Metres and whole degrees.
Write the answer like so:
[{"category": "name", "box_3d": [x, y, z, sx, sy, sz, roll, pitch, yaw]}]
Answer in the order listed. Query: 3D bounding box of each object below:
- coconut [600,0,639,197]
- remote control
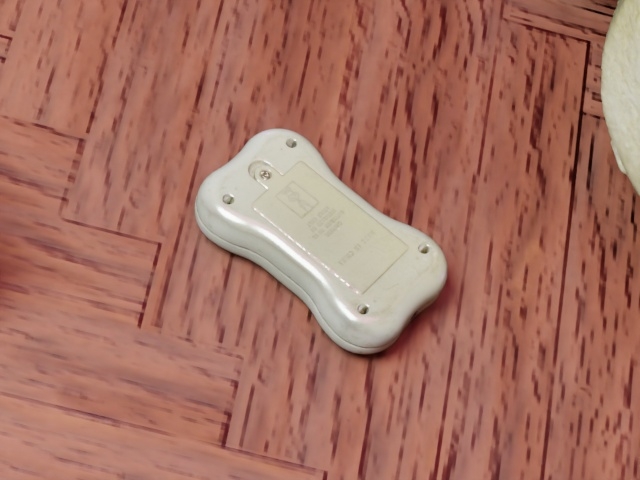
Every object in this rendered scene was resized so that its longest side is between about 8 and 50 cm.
[{"category": "coconut", "box_3d": [0.282, -0.092, 0.935, 0.266, 0.237, 0.237, -20, 64, -20]}, {"category": "remote control", "box_3d": [0.000, 0.000, 0.926, 0.122, 0.032, 0.074, 40, 57, 13]}]
